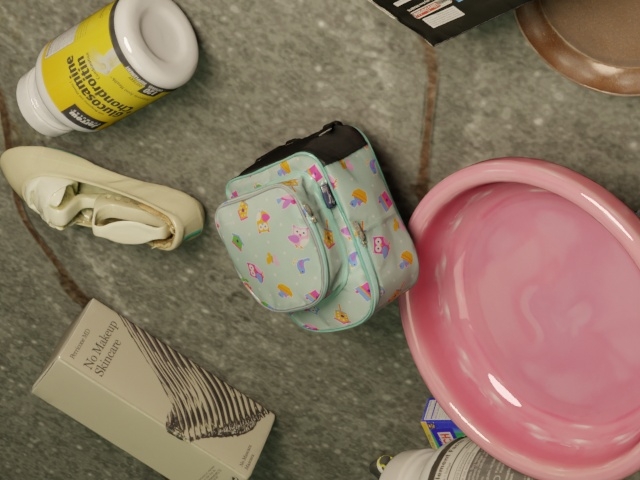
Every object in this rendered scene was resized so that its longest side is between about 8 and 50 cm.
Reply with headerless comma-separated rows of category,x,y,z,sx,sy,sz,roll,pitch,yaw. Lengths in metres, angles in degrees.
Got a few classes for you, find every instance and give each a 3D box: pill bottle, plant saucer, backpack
pill bottle,-0.215,-0.168,1.454,0.184,0.103,0.103,-23,119,38
plant saucer,0.245,-0.196,1.257,0.168,0.029,0.168,23,145,17
plant saucer,0.224,0.073,1.429,0.332,0.084,0.332,22,124,37
backpack,0.000,0.000,1.458,0.166,0.144,0.188,-19,107,48
pill bottle,0.204,0.290,1.597,0.278,0.162,0.162,-10,127,43

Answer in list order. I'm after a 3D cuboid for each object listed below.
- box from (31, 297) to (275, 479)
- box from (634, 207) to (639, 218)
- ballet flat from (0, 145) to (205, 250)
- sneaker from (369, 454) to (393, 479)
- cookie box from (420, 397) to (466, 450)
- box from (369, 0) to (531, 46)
box,-0.201,0.199,1.798,0.275,0.113,0.094,33,136,-11
box,0.369,-0.028,1.367,0.059,0.054,0.169,42,135,-17
ballet flat,-0.250,-0.041,1.608,0.248,0.086,0.086,14,136,12
sneaker,0.095,0.295,1.823,0.083,0.031,0.035,47,146,-17
cookie box,0.181,0.225,1.704,0.107,0.040,0.092,-4,131,28
box,0.094,-0.286,1.127,0.257,0.079,0.322,30,156,-23
